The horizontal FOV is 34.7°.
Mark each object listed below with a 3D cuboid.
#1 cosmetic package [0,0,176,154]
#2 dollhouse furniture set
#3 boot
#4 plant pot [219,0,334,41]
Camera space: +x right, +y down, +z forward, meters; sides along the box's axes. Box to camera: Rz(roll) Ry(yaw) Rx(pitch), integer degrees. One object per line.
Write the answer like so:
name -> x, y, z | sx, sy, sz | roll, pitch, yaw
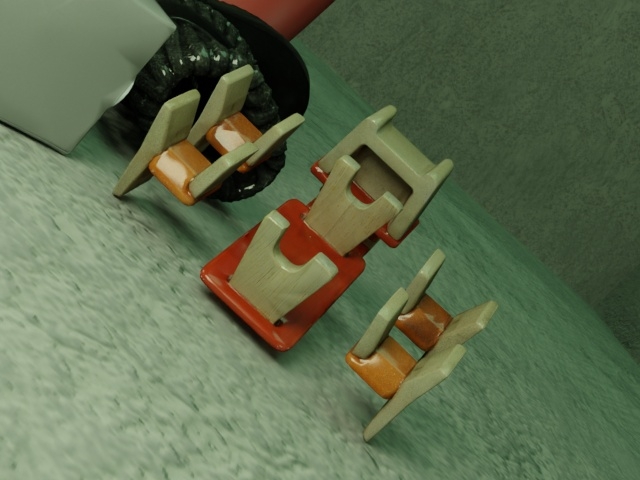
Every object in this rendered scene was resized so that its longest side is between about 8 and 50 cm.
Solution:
cosmetic package -> -0.222, -0.166, 0.647 | 0.238, 0.127, 0.107 | 31, 17, -53
dollhouse furniture set -> 0.000, 0.000, 0.797 | 0.262, 0.135, 0.259 | 44, 35, 4
boot -> -0.086, -0.136, 0.988 | 0.348, 0.131, 0.260 | 22, 21, -48
plant pot -> -0.120, -0.312, 1.184 | 0.275, 0.243, 0.275 | 38, 6, -5
